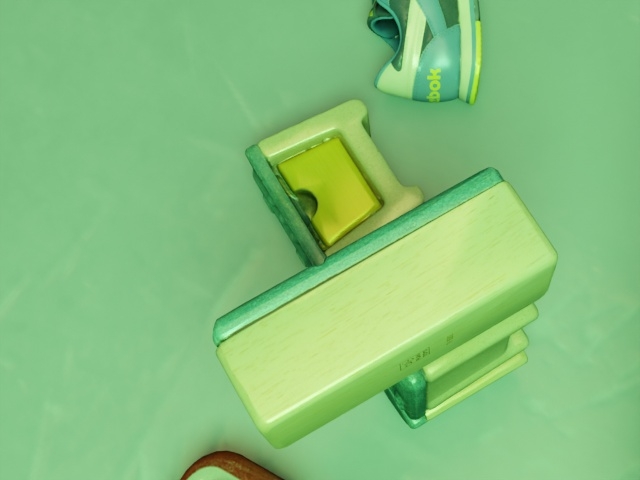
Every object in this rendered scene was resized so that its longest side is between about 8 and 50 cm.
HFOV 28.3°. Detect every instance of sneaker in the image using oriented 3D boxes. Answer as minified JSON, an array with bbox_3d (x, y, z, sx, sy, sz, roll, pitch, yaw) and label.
[{"bbox_3d":[0.052,-0.140,0.676,0.059,0.053,0.144,-5,72,6],"label":"sneaker"}]

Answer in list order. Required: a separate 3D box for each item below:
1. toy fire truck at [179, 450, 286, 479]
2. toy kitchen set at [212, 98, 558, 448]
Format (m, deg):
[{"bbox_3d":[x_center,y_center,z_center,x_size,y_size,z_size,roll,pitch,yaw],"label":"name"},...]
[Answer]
[{"bbox_3d":[-0.036,0.265,0.522,0.254,0.169,0.302,24,75,37],"label":"toy fire truck"},{"bbox_3d":[0.000,0.000,0.556,0.122,0.207,0.166,-30,72,-5],"label":"toy kitchen set"}]
